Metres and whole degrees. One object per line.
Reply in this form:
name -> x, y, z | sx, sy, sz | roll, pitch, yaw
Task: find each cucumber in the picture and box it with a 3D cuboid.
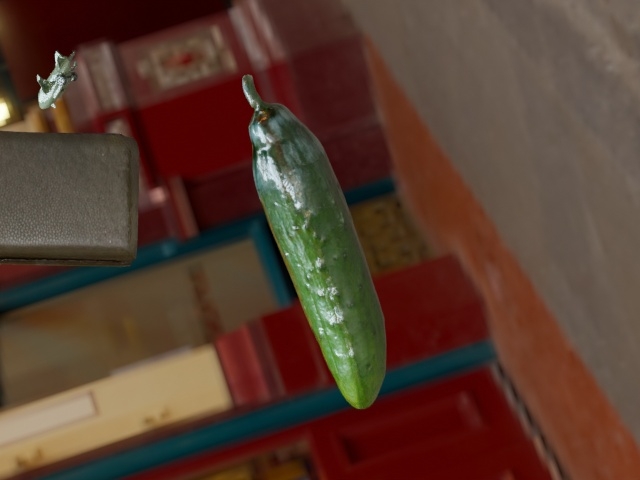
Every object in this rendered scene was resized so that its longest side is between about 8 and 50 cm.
cucumber -> 0.000, 0.000, 1.196 | 0.056, 0.056, 0.250 | -119, 9, -68

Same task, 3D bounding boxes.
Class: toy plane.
toy plane -> -0.316, -0.189, 2.132 | 0.033, 0.083, 0.080 | 34, -151, 12

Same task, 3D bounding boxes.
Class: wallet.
wallet -> -0.244, -0.034, 1.407 | 0.031, 0.198, 0.110 | -159, 71, -74
